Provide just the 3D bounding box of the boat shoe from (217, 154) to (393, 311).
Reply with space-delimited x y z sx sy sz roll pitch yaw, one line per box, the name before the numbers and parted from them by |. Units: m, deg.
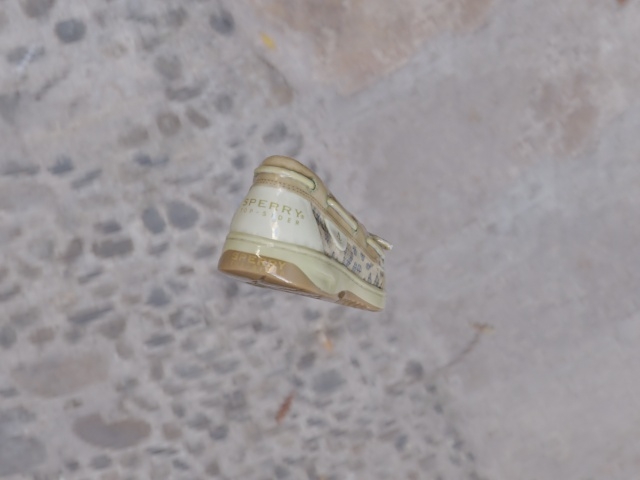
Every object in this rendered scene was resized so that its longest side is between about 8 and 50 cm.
boat shoe | 0.000 0.000 1.142 0.105 0.285 0.089 11 87 10
